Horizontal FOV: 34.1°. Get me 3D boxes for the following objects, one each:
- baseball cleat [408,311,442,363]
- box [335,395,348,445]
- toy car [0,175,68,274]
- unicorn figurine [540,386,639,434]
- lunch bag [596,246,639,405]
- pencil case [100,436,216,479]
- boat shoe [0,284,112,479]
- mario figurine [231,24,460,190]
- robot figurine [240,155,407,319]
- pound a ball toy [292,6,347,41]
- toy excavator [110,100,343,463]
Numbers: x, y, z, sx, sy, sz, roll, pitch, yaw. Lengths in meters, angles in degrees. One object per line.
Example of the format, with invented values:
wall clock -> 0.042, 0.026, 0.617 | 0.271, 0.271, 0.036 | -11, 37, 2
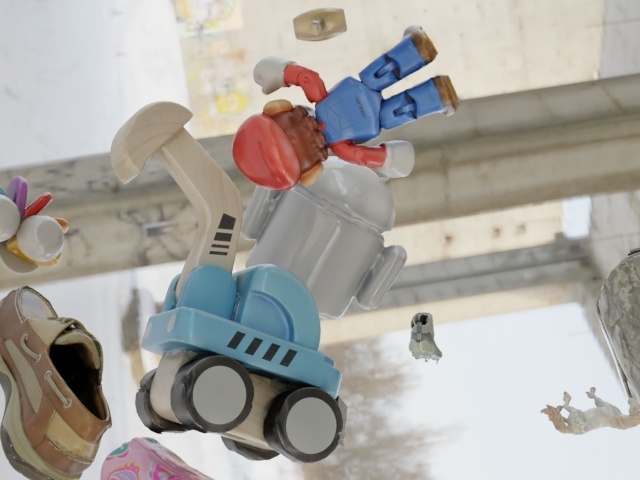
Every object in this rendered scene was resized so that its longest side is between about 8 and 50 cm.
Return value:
baseball cleat -> 0.241, 0.220, 2.358 | 0.206, 0.072, 0.110 | 48, 48, -77
box -> 0.025, 0.292, 1.687 | 0.083, 0.018, 0.067 | 60, 35, -66
toy car -> -0.490, -0.035, 1.670 | 0.159, 0.182, 0.136 | -21, -132, 53
unicorn figurine -> 0.445, 0.275, 1.669 | 0.111, 0.162, 0.060 | -120, -175, -64
lunch bag -> 0.681, 0.191, 2.076 | 0.256, 0.212, 0.305 | 53, 21, -56
pencil case -> -0.197, 0.376, 1.505 | 0.284, 0.124, 0.124 | 15, -59, 45
boat shoe -> -0.309, 0.154, 1.238 | 0.122, 0.120, 0.324 | 39, 11, -39
mario figurine -> 0.024, -0.178, 1.469 | 0.170, 0.320, 0.198 | 54, 14, -57
robot figurine -> 0.000, 0.000, 1.853 | 0.353, 0.300, 0.200 | -60, 177, 5
pound a ball toy -> 0.032, -0.359, 1.317 | 0.319, 0.135, 0.208 | -124, -157, -76
toy excavator -> -0.148, 0.068, 1.545 | 0.222, 0.432, 0.445 | -22, -131, 61
